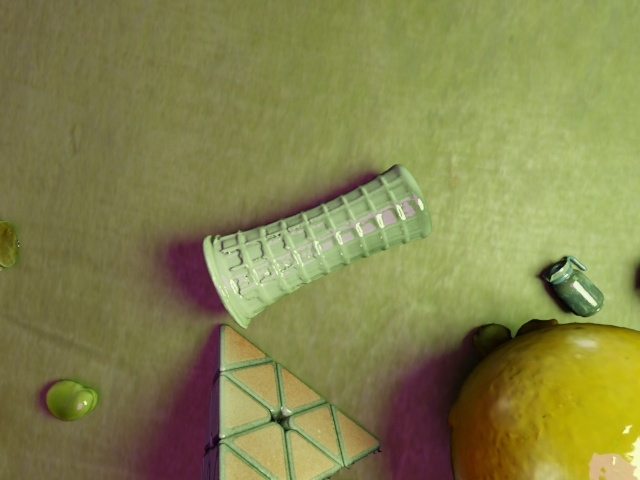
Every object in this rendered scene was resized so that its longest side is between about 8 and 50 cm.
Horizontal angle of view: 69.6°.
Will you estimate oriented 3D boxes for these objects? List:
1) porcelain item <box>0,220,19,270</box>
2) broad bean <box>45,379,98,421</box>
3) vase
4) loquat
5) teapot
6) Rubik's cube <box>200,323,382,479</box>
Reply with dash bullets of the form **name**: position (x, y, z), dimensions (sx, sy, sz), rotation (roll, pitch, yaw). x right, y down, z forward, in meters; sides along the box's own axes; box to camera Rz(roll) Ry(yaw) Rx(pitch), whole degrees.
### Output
- **porcelain item**: position (-0.598, 0.013, 0.731), dimensions (0.213, 0.054, 0.084), rotation (-5, 89, 5)
- **broad bean**: position (-0.394, 0.254, 0.726), dimensions (0.083, 0.045, 0.063), rotation (5, 90, 11)
- **vase**: position (0.000, 0.000, 0.654), dimensions (0.298, 0.143, 0.143), rotation (-24, 89, 1)
- **loquat**: position (0.306, 0.237, 0.563), dimensions (0.328, 0.328, 0.359), rotation (-36, 45, 3)
- **teapot**: position (0.374, 0.065, 0.670), dimensions (0.063, 0.049, 0.083), rotation (-41, 88, 3)
- **Rubik's cube**: position (-0.086, 0.294, 0.656), dimensions (0.228, 0.233, 0.229), rotation (-51, 131, -33)
